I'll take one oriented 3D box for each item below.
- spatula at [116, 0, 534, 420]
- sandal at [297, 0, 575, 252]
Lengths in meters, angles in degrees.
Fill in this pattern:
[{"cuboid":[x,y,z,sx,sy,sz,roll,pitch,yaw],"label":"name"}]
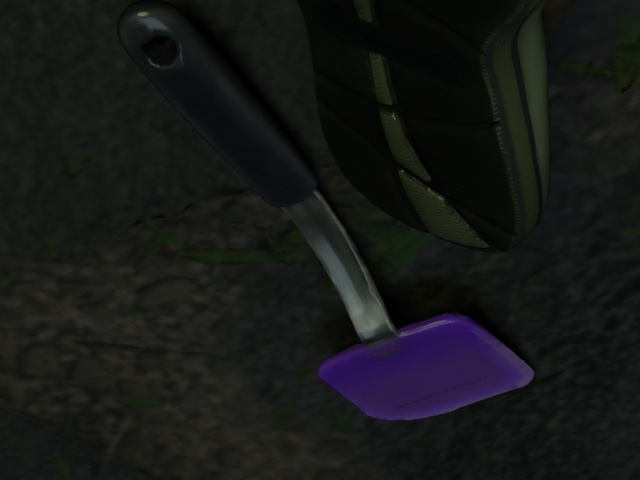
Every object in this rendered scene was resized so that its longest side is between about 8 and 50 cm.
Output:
[{"cuboid":[0.000,0.000,0.700,0.084,0.030,0.296,-22,130,20],"label":"spatula"},{"cuboid":[0.048,-0.107,0.568,0.120,0.086,0.303,31,156,19],"label":"sandal"}]
